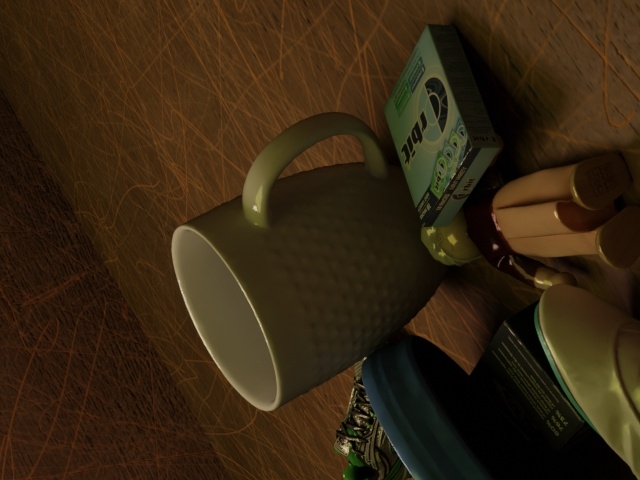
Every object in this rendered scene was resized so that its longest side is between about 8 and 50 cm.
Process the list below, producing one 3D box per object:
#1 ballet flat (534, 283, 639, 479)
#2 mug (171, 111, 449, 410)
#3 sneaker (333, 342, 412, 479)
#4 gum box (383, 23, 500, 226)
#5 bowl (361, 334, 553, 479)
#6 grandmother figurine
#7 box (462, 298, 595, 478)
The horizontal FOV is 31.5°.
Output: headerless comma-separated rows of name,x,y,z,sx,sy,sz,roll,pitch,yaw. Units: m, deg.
ballet flat,0.384,0.206,1.227,0.400,0.139,0.139,60,157,-3
mug,0.000,0.000,1.529,0.276,0.328,0.374,40,148,42
sneaker,0.096,0.303,1.887,0.134,0.146,0.343,40,147,44
gum box,0.140,-0.135,1.346,0.157,0.041,0.184,118,145,-51
bowl,0.208,0.287,1.475,0.391,0.077,0.391,48,-169,-13
grandmother figurine,0.226,-0.026,1.323,0.342,0.104,0.208,-15,92,64
box,0.282,0.177,1.403,0.153,0.108,0.207,54,156,20
